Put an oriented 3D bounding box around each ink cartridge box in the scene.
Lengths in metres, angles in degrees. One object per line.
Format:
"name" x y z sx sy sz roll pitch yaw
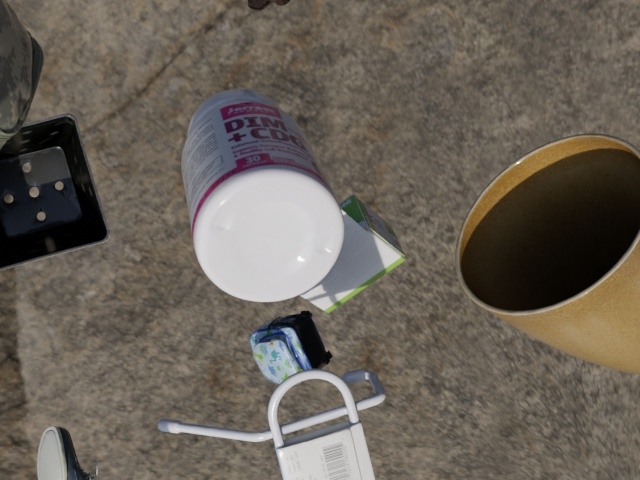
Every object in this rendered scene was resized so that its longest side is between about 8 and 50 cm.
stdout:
"ink cartridge box" 0.000 0.000 1.515 0.189 0.255 0.097 -36 46 17

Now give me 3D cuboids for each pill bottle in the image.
"pill bottle" -0.079 -0.068 0.999 0.160 0.160 0.283 -34 32 7

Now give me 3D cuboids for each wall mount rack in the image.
"wall mount rack" -0.044 0.321 1.155 0.304 0.130 0.350 -15 108 -7

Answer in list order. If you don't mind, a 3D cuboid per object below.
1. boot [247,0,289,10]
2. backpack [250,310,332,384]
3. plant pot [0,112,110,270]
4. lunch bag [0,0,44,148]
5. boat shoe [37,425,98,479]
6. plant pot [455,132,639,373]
"boot" -0.107 -0.398 1.279 0.106 0.114 0.037 7 64 49
"backpack" -0.058 0.174 1.352 0.114 0.084 0.105 -11 110 46
"plant pot" -0.428 -0.071 1.259 0.187 0.167 0.188 -17 99 -14
"lunch bag" -0.381 -0.175 0.684 0.213 0.305 0.256 18 64 25
"boat shoe" -0.452 0.462 1.557 0.095 0.079 0.254 -32 68 40
"plant pot" 0.327 0.046 0.992 0.237 0.254 0.237 -32 36 27
